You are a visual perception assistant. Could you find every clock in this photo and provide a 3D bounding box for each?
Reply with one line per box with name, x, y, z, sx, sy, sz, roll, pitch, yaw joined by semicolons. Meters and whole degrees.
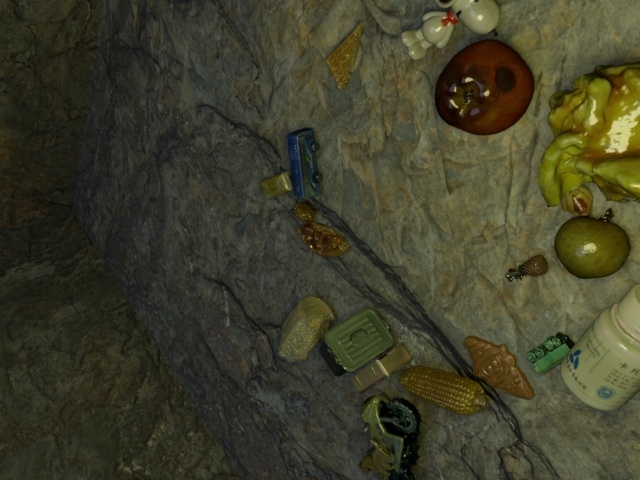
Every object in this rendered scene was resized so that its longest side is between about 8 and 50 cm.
clock;0.205;0.443;1.960;0.071;0.147;0.192;56;137;14

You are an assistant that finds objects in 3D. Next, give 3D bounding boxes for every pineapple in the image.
pineapple;0.540;0.076;1.514;0.124;0.058;0.058;-25;88;54

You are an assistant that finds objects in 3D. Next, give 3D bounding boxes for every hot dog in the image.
hot dog;0.589;-0.125;1.363;0.169;0.061;0.078;58;137;11

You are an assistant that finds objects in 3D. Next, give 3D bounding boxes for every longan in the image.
longan;0.632;0.005;1.326;0.154;0.145;0.176;24;86;-1

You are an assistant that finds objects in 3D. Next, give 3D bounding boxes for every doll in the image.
doll;0.310;-0.576;1.406;0.271;0.144;0.208;-3;114;43

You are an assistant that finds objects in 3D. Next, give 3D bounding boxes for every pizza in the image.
pizza;-0.002;0.000;2.057;0.246;0.058;0.127;33;128;30

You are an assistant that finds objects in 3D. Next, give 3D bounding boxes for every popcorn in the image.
popcorn;0.574;-0.205;1.151;0.325;0.321;0.290;-35;80;30

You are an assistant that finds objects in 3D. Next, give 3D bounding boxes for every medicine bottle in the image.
medicine bottle;0.703;0.249;1.325;0.170;0.170;0.293;42;132;27

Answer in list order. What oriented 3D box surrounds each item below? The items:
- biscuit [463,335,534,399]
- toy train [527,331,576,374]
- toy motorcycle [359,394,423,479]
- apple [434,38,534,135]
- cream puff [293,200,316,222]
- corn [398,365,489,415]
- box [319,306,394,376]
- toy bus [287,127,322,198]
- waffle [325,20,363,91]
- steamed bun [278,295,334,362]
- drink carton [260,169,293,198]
biscuit;0.522;0.377;1.684;0.250;0.035;0.162;40;136;26
toy train;0.621;0.302;1.535;0.071;0.038;0.148;51;136;15
toy motorcycle;0.246;0.711;2.020;0.237;0.168;0.410;19;120;43
apple;0.384;-0.356;1.369;0.230;0.230;0.230;22;122;40
cream puff;-0.059;-0.099;2.069;0.083;0.083;0.058;11;152;1
corn;0.388;0.470;1.806;0.322;0.119;0.119;5;110;51
box;0.116;0.357;1.965;0.163;0.243;0.135;54;150;15
toy bus;-0.054;-0.264;1.969;0.079;0.094;0.236;12;115;44
waffle;0.097;-0.553;1.726;0.191;0.032;0.125;-29;83;50
steamed bun;-0.043;0.335;2.163;0.170;0.200;0.225;23;132;-10
drink carton;-0.134;-0.211;2.096;0.200;0.074;0.084;-14;96;50
